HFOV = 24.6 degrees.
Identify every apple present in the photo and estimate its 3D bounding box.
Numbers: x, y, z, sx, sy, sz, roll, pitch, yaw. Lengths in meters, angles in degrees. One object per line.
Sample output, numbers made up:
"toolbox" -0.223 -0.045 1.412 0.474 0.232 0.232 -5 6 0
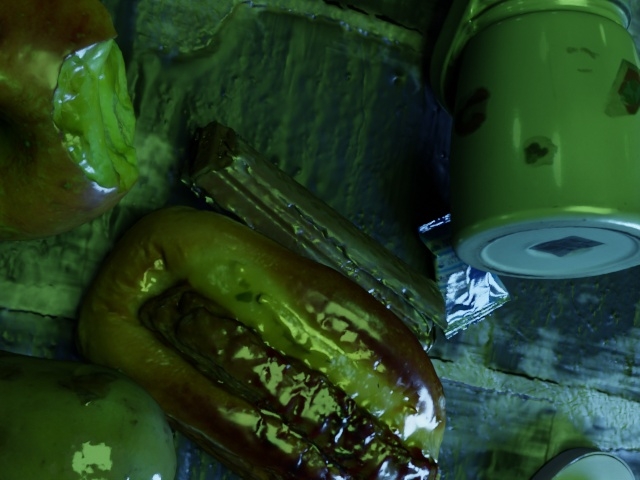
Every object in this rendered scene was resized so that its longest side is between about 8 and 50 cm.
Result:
"apple" -0.248 -0.130 1.204 0.246 0.246 0.226 48 28 -22

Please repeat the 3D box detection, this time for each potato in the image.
"potato" -0.250 0.169 1.227 0.262 0.165 0.165 7 90 12

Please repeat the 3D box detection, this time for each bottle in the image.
"bottle" 0.223 -0.150 1.472 0.229 0.229 0.351 9 69 -29

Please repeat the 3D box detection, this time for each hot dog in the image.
"hot dog" -0.021 0.139 1.358 0.405 0.223 0.185 40 72 -25

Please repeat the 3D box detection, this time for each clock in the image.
"clock" 0.282 0.332 1.623 0.172 0.064 0.198 5 90 -30

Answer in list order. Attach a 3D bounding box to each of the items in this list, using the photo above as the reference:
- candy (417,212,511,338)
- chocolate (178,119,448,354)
"candy" 0.155 0.029 1.550 0.088 0.038 0.136 -25 114 -21
"chocolate" 0.004 -0.001 1.426 0.329 0.065 0.102 38 36 -24
